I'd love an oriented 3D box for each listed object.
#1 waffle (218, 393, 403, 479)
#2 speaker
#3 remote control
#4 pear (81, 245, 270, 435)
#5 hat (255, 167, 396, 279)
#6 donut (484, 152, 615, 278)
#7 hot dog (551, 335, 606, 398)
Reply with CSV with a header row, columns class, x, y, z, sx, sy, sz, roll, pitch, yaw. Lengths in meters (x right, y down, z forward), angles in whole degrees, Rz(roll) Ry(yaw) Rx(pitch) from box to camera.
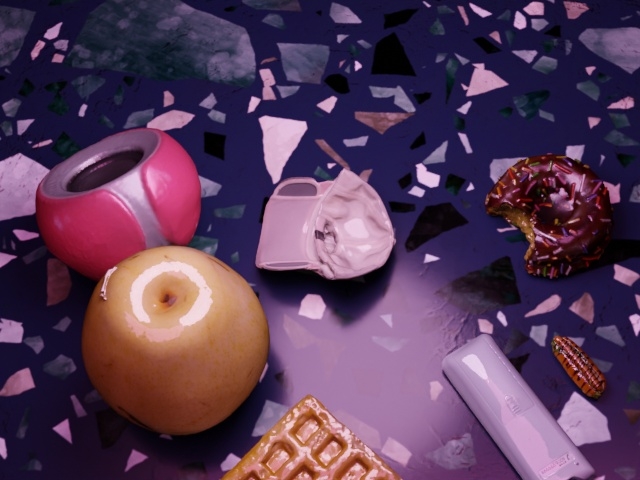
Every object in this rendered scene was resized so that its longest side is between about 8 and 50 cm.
class,x,y,z,sx,sy,sz,roll,pitch,yaw
waffle,-0.011,0.400,1.552,0.221,0.055,0.248,-42,65,-16
speaker,-0.346,-0.069,1.722,0.294,0.294,0.294,-3,61,5
remote control,0.317,0.283,1.579,0.103,0.051,0.293,-30,64,-10
pear,-0.235,0.156,1.579,0.309,0.309,0.309,-3,61,5
hat,0.000,0.000,1.758,0.226,0.164,0.219,-18,52,43
donut,0.414,-0.055,1.724,0.216,0.096,0.230,-16,61,-2
hot dog,0.428,0.207,1.616,0.049,0.037,0.122,-32,64,-14
